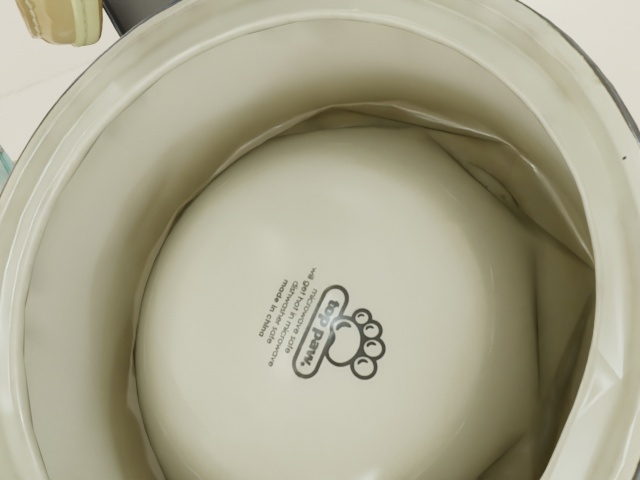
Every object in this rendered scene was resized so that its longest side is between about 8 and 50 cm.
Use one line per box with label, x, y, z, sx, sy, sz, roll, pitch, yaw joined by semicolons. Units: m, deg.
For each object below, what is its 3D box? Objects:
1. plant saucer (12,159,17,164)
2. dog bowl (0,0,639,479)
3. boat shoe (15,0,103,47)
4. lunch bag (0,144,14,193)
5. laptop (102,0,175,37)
plant saucer;-0.308;-0.071;1.558;0.333;0.333;0.080;0;100;-43
dog bowl;-0.003;0.049;0.547;0.408;0.150;0.407;-7;72;21
boat shoe;-0.180;-0.203;0.425;0.089;0.104;0.285;-28;140;-12
lunch bag;-0.516;-0.046;1.217;0.108;0.224;0.279;7;129;-53
laptop;-0.066;-0.382;1.280;0.408;0.236;0.382;-44;123;-27
